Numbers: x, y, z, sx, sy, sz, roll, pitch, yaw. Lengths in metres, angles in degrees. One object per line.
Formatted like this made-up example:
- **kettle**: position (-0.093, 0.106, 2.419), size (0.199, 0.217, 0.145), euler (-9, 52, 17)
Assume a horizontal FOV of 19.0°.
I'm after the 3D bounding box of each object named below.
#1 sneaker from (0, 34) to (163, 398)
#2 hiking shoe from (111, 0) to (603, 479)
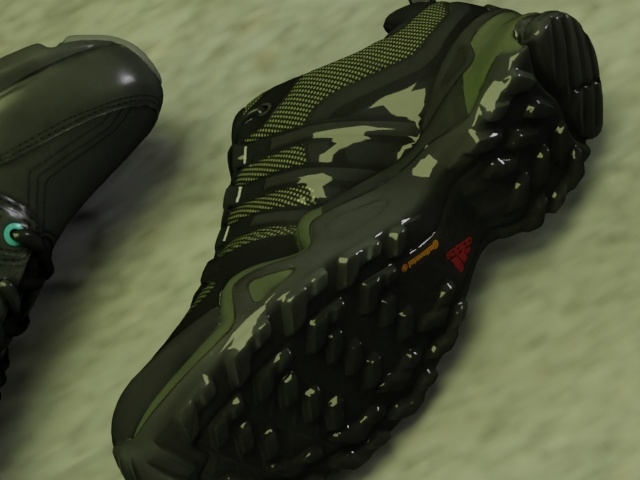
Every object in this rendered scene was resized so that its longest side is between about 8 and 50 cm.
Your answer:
- **sneaker**: position (-0.149, 0.035, 0.731), size (0.267, 0.101, 0.106), euler (-44, 72, -6)
- **hiking shoe**: position (0.000, 0.000, 0.692), size (0.227, 0.086, 0.114), euler (-46, 39, -16)
